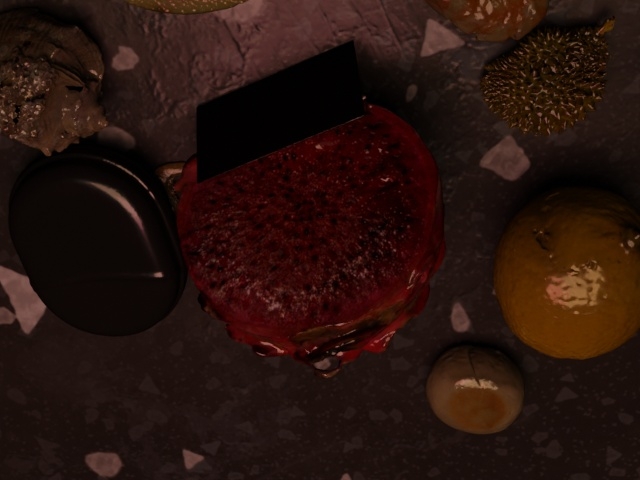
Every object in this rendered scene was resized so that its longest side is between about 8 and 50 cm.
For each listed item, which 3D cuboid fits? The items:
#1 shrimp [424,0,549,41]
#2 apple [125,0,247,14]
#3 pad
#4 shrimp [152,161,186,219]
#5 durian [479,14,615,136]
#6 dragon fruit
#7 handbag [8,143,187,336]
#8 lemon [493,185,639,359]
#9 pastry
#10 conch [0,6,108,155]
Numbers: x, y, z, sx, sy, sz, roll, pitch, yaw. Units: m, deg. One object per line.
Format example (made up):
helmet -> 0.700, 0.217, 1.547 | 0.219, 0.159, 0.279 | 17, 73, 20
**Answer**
shrimp -> 0.172, -0.369, 1.675 | 0.294, 0.062, 0.154 | 28, 107, -17
apple -> -0.179, -0.387, 1.652 | 0.265, 0.120, 0.193 | -3, 132, 8
pad -> -0.059, -0.175, 1.738 | 0.246, 0.170, 0.006 | -22, 133, 14
shrimp -> -0.198, -0.064, 1.890 | 0.083, 0.023, 0.114 | -22, 113, 12
durian -> 0.322, -0.218, 1.728 | 0.146, 0.102, 0.208 | 42, 109, -15
dragon fruit -> 0.000, 0.000, 1.754 | 0.386, 0.371, 0.249 | 23, 161, 27
handbag -> -0.329, 0.006, 1.886 | 0.254, 0.093, 0.308 | -8, 119, 15
lemon -> 0.354, 0.051, 1.808 | 0.229, 0.228, 0.253 | 12, 121, -3
pastry -> 0.239, 0.236, 1.997 | 0.156, 0.092, 0.156 | 5, 125, 8
conch -> -0.396, -0.224, 1.767 | 0.245, 0.163, 0.178 | 25, 86, 9
